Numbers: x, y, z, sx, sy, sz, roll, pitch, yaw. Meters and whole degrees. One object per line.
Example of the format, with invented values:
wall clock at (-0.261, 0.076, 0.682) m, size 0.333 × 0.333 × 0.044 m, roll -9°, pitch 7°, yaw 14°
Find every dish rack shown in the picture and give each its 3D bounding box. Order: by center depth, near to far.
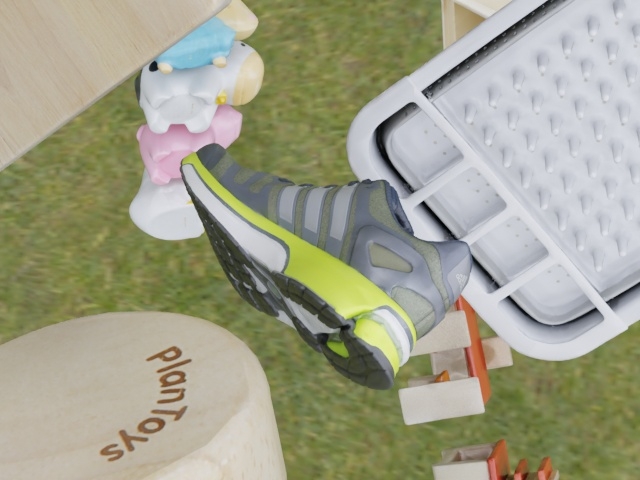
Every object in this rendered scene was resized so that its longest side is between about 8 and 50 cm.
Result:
dish rack at (0.220, -0.080, 1.315) m, size 0.285 × 0.333 × 0.072 m, roll 47°, pitch 28°, yaw -16°

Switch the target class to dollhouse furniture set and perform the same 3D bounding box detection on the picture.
dollhouse furniture set at (0.186, 0.169, 1.941) m, size 0.135 × 0.262 × 0.259 m, roll -10°, pitch 95°, yaw 15°

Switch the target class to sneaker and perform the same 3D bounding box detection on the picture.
sneaker at (0.000, 0.000, 1.250) m, size 0.121 × 0.300 × 0.111 m, roll -35°, pitch 134°, yaw -17°

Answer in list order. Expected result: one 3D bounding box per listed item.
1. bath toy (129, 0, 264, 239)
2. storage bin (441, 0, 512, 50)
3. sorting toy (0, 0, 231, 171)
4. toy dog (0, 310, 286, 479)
bath toy at (-0.155, -0.146, 1.972) m, size 0.151 × 0.348 × 0.129 m, roll -3°, pitch 52°, yaw -15°
storage bin at (0.283, -0.188, 1.918) m, size 0.123 × 0.262 × 0.260 m, roll -50°, pitch 156°, yaw -22°
sorting toy at (-0.195, -0.188, 0.948) m, size 0.257 × 0.255 × 0.089 m, roll 57°, pitch 33°, yaw -4°
toy dog at (-0.138, 0.099, 0.428) m, size 0.334 × 0.161 × 0.220 m, roll 7°, pitch 113°, yaw -6°
